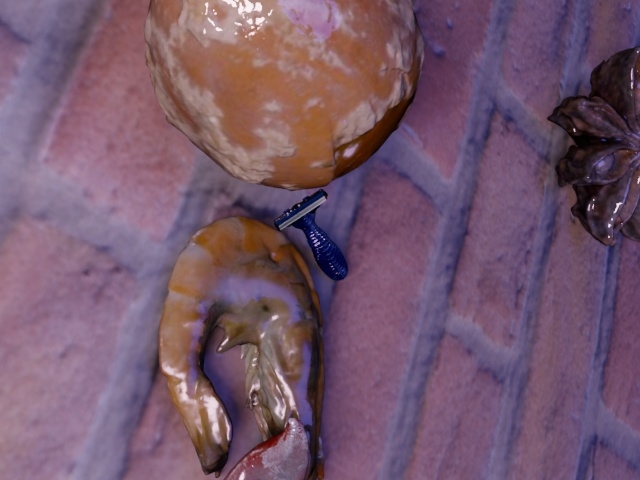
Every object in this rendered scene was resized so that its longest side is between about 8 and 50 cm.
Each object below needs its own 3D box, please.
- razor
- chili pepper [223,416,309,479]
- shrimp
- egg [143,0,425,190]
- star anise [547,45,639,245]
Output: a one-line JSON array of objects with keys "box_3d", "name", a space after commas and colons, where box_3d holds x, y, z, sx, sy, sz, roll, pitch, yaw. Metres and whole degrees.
[{"box_3d": [-0.003, -0.004, 0.770, 0.028, 0.044, 0.154, 55, -1, 25], "name": "razor"}, {"box_3d": [-0.048, 0.184, 0.667, 0.050, 0.041, 0.153, 22, 98, -36], "name": "chili pepper"}, {"box_3d": [-0.051, 0.104, 0.713, 0.145, 0.059, 0.254, 11, 72, -41], "name": "shrimp"}, {"box_3d": [-0.025, -0.135, 0.694, 0.233, 0.195, 0.195, 55, 38, -65], "name": "egg"}, {"box_3d": [0.347, -0.115, 1.142, 0.223, 0.109, 0.236, -45, 129, -18], "name": "star anise"}]
